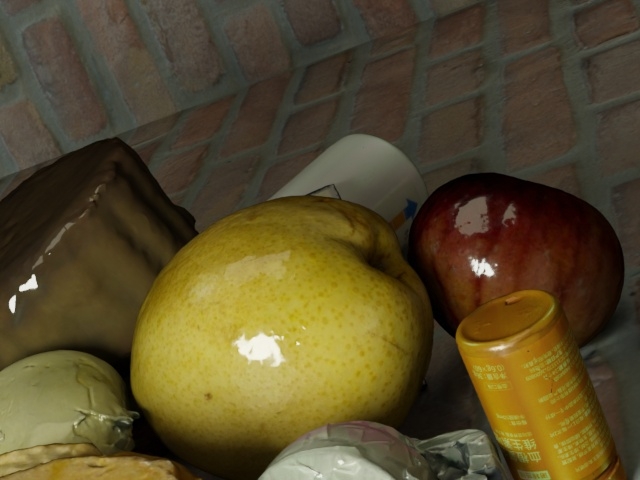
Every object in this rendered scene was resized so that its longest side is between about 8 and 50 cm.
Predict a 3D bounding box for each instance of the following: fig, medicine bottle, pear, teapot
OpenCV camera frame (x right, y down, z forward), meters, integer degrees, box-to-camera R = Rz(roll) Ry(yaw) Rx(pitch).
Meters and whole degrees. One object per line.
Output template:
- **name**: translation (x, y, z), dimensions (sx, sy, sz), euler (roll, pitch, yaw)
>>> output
- **fig**: translation (0.195, 0.032, 1.541), dimensions (0.214, 0.235, 0.235), euler (-59, 14, 14)
- **medicine bottle**: translation (0.191, 0.145, 1.272), dimensions (0.096, 0.192, 0.096), euler (-20, 21, 8)
- **medicine bottle**: translation (0.000, 0.000, 1.899), dimensions (0.170, 0.170, 0.293), euler (-3, 31, 45)
- **pear**: translation (-0.035, 0.100, 1.493), dimensions (0.314, 0.314, 0.314), euler (-21, 20, 8)
- **teapot**: translation (0.045, 0.214, 1.279), dimensions (0.221, 0.163, 0.178), euler (-45, 1, 18)

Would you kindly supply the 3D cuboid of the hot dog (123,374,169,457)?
- **hot dog**: translation (-0.260, 0.196, 1.773), dimensions (0.175, 0.114, 0.259), euler (-23, 34, -2)

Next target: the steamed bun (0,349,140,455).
- **steamed bun**: translation (-0.291, 0.241, 1.461), dimensions (0.232, 0.166, 0.273), euler (-98, 30, -65)

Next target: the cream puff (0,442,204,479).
- **cream puff**: translation (-0.193, 0.326, 1.160), dimensions (0.327, 0.231, 0.343), euler (-37, 40, -30)

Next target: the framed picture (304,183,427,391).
- **framed picture**: translation (-0.043, 0.094, 1.699), dimensions (0.244, 0.013, 0.324), euler (-24, 50, 0)

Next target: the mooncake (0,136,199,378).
- **mooncake**: translation (-0.289, 0.044, 1.675), dimensions (0.324, 0.187, 0.324), euler (-32, 25, 17)
